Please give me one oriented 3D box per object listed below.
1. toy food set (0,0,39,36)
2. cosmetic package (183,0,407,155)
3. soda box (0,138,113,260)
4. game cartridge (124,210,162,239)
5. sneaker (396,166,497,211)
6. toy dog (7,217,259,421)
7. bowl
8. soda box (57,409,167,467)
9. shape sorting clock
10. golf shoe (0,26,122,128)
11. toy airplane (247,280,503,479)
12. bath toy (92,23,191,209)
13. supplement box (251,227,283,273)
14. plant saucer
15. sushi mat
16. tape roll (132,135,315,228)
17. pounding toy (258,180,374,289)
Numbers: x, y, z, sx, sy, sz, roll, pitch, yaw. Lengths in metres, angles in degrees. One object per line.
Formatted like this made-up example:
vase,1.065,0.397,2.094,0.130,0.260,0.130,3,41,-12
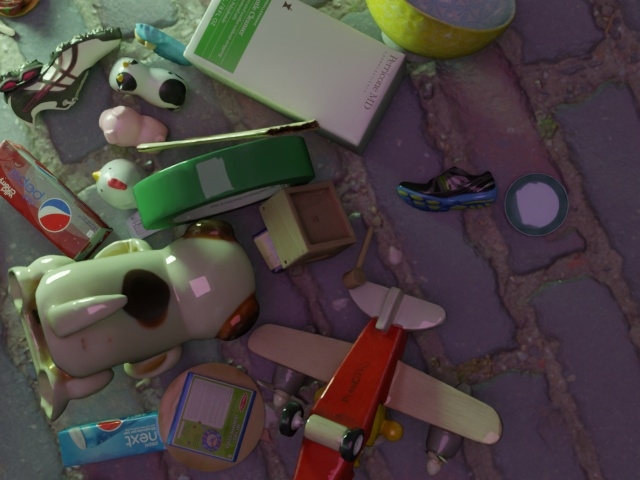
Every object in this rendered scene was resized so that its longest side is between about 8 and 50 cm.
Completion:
toy food set,-0.616,-0.518,1.834,0.128,0.071,0.218,32,93,5
cosmetic package,-0.041,-0.330,1.735,0.365,0.155,0.197,27,91,7
soda box,-0.538,-0.076,1.816,0.263,0.083,0.092,42,93,5
game cartridge,-0.341,-0.037,1.831,0.083,0.017,0.056,-25,91,5
sneaker,0.239,-0.100,1.758,0.188,0.067,0.078,-2,68,7
toy dog,-0.317,0.097,1.664,0.407,0.395,0.285,-16,72,-27
bowl,0.194,-0.421,1.696,0.289,0.289,0.156,33,136,5
soda box,-0.397,0.384,1.806,0.210,0.067,0.071,-11,89,5
shape sorting clock,-0.209,0.338,1.780,0.206,0.040,0.206,1,86,-11
golf shoe,-0.493,-0.326,1.819,0.272,0.105,0.120,-26,103,11
toy airplane,0.087,0.268,1.691,0.384,0.272,0.386,-20,51,-5
bath toy,-0.354,-0.230,1.778,0.151,0.129,0.348,17,92,5
supplement box,-0.081,0.015,1.770,0.056,0.083,0.083,-31,86,6
plant saucer,0.407,-0.068,1.754,0.119,0.021,0.119,0,90,5
sushi mat,-0.171,-0.187,1.682,0.316,0.151,0.019,-2,100,35
tape roll,-0.171,-0.101,1.661,0.321,0.321,0.077,-17,89,5
pounding toy,0.009,0.004,1.716,0.094,0.181,0.206,-34,74,45
